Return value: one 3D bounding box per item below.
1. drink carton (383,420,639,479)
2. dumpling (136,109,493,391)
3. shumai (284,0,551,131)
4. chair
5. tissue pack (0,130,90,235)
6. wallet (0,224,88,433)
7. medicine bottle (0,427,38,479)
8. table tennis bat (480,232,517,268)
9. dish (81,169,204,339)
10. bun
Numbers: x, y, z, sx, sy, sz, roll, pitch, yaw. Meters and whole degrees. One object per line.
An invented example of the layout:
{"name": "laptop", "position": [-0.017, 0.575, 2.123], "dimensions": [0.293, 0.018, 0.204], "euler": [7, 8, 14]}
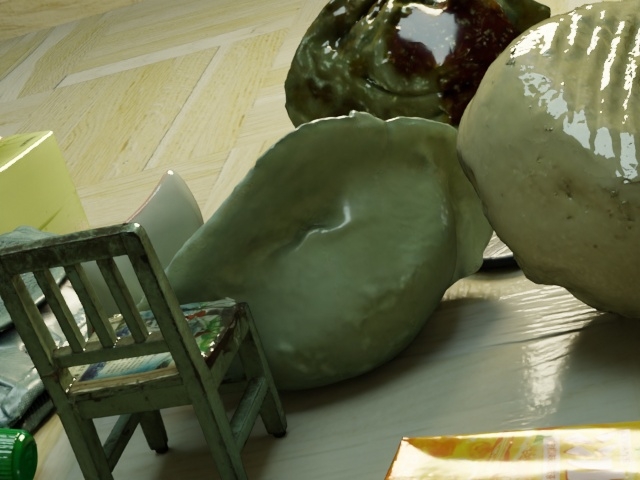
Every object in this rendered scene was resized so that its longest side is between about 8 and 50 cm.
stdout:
{"name": "drink carton", "position": [0.156, 0.178, 0.904], "dimensions": [0.222, 0.071, 0.096], "euler": [-8, 22, 23]}
{"name": "dumpling", "position": [0.014, 0.022, 1.232], "dimensions": [0.320, 0.212, 0.270], "euler": [-47, -2, -37]}
{"name": "shumai", "position": [0.148, -0.171, 1.625], "dimensions": [0.330, 0.292, 0.288], "euler": [-30, 60, -11]}
{"name": "chair", "position": [-0.138, 0.087, 1.081], "dimensions": [0.136, 0.270, 0.147], "euler": [-11, 23, 18]}
{"name": "tissue pack", "position": [-0.413, -0.019, 1.694], "dimensions": [0.125, 0.159, 0.234], "euler": [-5, 25, 28]}
{"name": "wallet", "position": [-0.332, 0.082, 1.438], "dimensions": [0.237, 0.075, 0.342], "euler": [12, 33, 22]}
{"name": "medicine bottle", "position": [-0.412, 0.196, 1.229], "dimensions": [0.308, 0.076, 0.111], "euler": [-1, 0, 9]}
{"name": "table tennis bat", "position": [0.220, -0.004, 1.357], "dimensions": [0.150, 0.027, 0.236], "euler": [-30, 22, -28]}
{"name": "dish", "position": [-0.162, 0.051, 1.313], "dimensions": [0.077, 0.212, 0.151], "euler": [32, 57, 16]}
{"name": "bun", "position": [0.303, -0.056, 1.141], "dimensions": [0.362, 0.235, 0.326], "euler": [-2, 36, -12]}
